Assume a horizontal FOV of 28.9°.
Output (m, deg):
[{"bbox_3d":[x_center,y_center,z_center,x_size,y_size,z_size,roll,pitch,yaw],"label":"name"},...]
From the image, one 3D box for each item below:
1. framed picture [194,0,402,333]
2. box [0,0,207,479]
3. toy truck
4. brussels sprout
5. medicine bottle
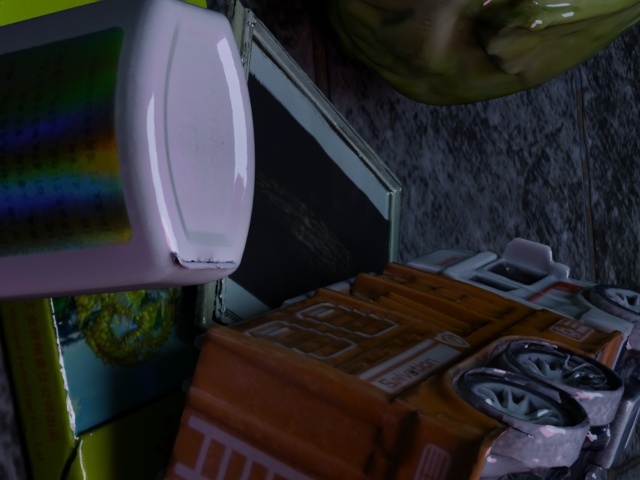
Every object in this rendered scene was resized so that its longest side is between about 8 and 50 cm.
[{"bbox_3d":[0.000,0.000,0.871,0.293,0.018,0.231,42,46,-57],"label":"framed picture"},{"bbox_3d":[-0.111,0.011,0.729,0.187,0.047,0.335,-20,103,-57],"label":"box"},{"bbox_3d":[0.073,0.107,0.753,0.387,0.207,0.173,-15,125,-63],"label":"toy truck"},{"bbox_3d":[0.138,-0.237,0.933,0.328,0.328,0.247,0,60,-57],"label":"brussels sprout"},{"bbox_3d":[-0.134,-0.032,0.541,0.078,0.219,0.115,2,83,-57],"label":"medicine bottle"}]
